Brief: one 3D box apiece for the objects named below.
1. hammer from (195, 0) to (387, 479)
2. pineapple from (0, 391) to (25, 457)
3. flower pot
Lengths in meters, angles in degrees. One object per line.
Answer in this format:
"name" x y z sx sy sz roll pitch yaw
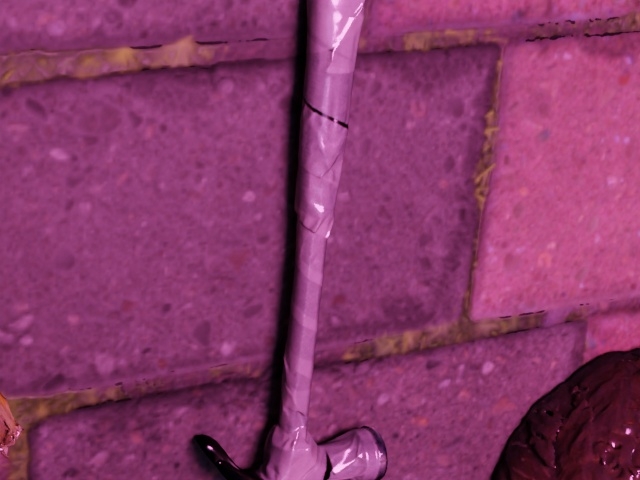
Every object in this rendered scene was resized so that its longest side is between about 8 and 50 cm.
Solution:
"hammer" 0.000 0.000 1.231 0.152 0.044 0.426 -3 112 -29
"pineapple" -0.231 0.109 1.111 0.077 0.114 0.114 2 116 -51
"flower pot" 0.315 0.258 1.393 0.267 0.267 0.266 -13 118 -26
